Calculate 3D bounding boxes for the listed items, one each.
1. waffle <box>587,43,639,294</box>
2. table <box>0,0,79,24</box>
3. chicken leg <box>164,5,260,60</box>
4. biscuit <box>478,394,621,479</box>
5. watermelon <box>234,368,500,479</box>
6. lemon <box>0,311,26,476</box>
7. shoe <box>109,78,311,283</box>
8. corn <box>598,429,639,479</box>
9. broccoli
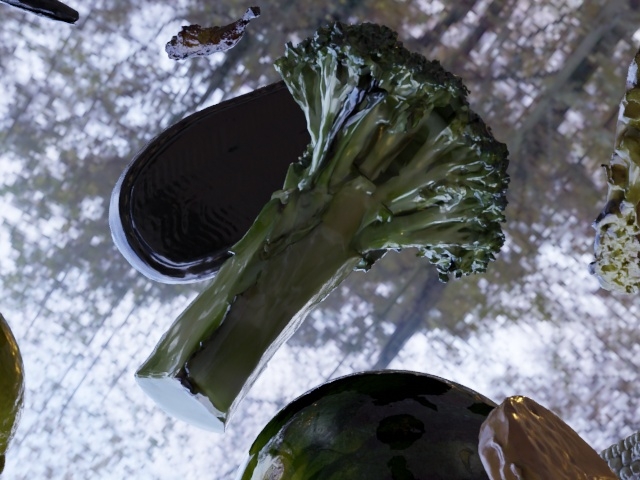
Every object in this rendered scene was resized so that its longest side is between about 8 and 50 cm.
[{"bbox_3d":[0.331,-0.080,1.189,0.060,0.311,0.307,12,-146,19],"label":"waffle"},{"bbox_3d":[-0.361,-0.110,0.904,0.317,0.317,0.249,49,-173,24],"label":"table"},{"bbox_3d":[-0.141,-0.274,1.535,0.062,0.145,0.037,57,-158,-56],"label":"chicken leg"},{"bbox_3d":[0.187,0.205,0.540,0.340,0.047,0.216,44,-166,-11],"label":"biscuit"},{"bbox_3d":[0.053,0.222,0.821,0.269,0.269,0.269,28,-153,-16],"label":"watermelon"},{"bbox_3d":[-0.390,0.140,1.168,0.248,0.184,0.184,62,-154,-7],"label":"lemon"},{"bbox_3d":[-0.117,-0.061,1.345,0.384,0.237,0.171,-38,-84,-39],"label":"shoe"},{"bbox_3d":[0.311,0.187,0.984,0.087,0.211,0.087,25,-136,-26],"label":"corn"},{"bbox_3d":[0.003,0.008,0.977,0.221,0.361,0.252,28,178,27],"label":"broccoli"}]
